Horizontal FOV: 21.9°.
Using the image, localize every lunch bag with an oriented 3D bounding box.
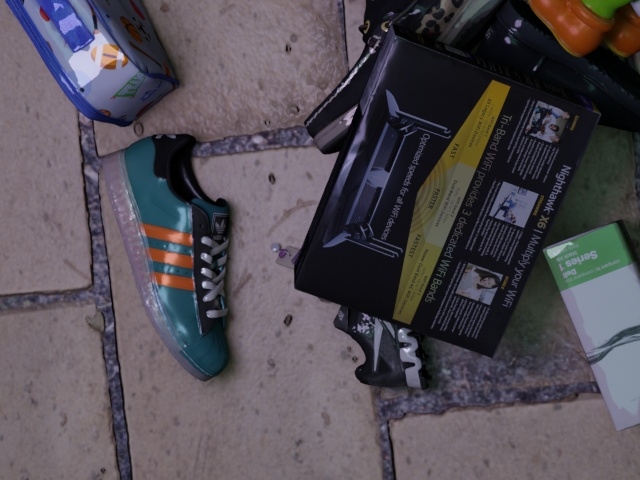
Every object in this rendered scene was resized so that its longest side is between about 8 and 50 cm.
[{"bbox_3d":[-0.296,-0.279,1.932,0.115,0.243,0.303,-35,86,10],"label":"lunch bag"}]

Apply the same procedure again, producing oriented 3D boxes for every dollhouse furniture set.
[{"bbox_3d":[0.000,0.000,2.000,0.081,0.091,0.114,21,69,49],"label":"dollhouse furniture set"}]

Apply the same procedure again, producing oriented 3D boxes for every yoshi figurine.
[{"bbox_3d":[0.380,-0.366,1.763,0.203,0.203,0.362,32,130,-19],"label":"yoshi figurine"}]

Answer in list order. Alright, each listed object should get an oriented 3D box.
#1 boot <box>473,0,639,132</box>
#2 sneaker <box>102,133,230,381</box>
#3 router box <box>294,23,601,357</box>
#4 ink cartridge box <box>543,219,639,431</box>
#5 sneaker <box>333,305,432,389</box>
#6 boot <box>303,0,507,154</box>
[{"bbox_3d":[0.250,-0.141,1.907,0.246,0.094,0.207,29,119,-16],"label":"boot"},{"bbox_3d":[-0.157,0.014,1.980,0.121,0.108,0.302,-22,86,15],"label":"sneaker"},{"bbox_3d":[0.135,-0.053,1.831,0.243,0.081,0.309,20,106,-7],"label":"router box"},{"bbox_3d":[0.337,0.093,1.858,0.093,0.160,0.219,-22,87,12],"label":"ink cartridge box"},{"bbox_3d":[0.063,0.067,1.953,0.106,0.078,0.234,-9,92,9],"label":"sneaker"},{"bbox_3d":[0.060,-0.313,1.914,0.377,0.138,0.284,-45,84,5],"label":"boot"}]
